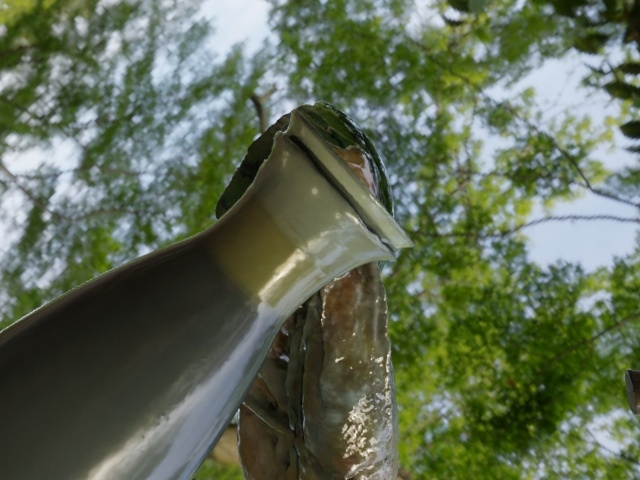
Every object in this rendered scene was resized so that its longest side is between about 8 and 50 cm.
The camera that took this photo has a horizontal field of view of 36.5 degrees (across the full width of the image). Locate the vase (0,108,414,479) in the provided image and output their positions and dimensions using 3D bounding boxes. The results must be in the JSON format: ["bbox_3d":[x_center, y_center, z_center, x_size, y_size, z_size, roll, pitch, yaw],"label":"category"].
[{"bbox_3d":[-0.096,0.063,0.634,0.321,0.173,0.173,-43,-153,4],"label":"vase"}]

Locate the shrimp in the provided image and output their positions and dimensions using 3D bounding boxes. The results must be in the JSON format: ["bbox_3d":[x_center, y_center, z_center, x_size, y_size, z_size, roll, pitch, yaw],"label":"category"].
[{"bbox_3d":[-0.006,0.119,0.954,0.110,0.446,0.221,-12,-156,-41],"label":"shrimp"}]

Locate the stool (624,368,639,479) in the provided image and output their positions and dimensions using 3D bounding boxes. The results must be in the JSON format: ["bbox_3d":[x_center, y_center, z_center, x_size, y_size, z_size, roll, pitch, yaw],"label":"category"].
[{"bbox_3d":[0.429,0.243,0.988,0.178,0.272,0.272,-9,-146,7],"label":"stool"}]

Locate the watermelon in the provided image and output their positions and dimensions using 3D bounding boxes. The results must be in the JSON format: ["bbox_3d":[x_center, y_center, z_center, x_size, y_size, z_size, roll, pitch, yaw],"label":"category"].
[{"bbox_3d":[0.000,0.000,1.278,0.189,0.331,0.331,35,-107,18],"label":"watermelon"}]
